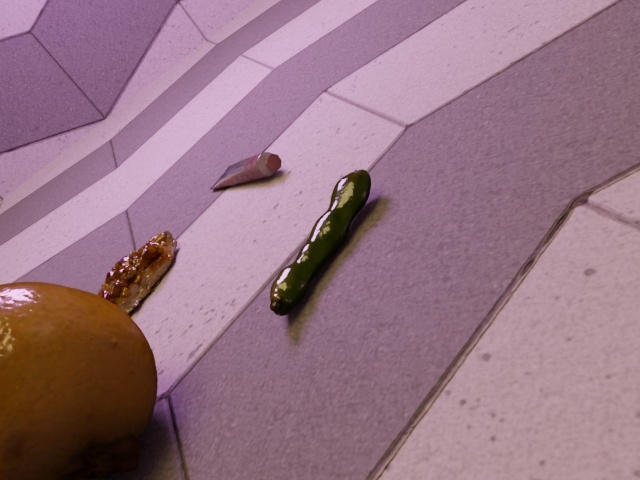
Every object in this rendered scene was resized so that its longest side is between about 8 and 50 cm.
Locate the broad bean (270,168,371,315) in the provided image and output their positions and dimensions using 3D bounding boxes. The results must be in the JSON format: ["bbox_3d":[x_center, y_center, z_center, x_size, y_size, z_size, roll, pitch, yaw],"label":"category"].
[{"bbox_3d":[0.000,0.000,0.890,0.052,0.053,0.256,24,58,17],"label":"broad bean"}]

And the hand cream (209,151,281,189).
[{"bbox_3d":[-0.140,-0.131,1.270,0.209,0.043,0.067,-6,45,54],"label":"hand cream"}]

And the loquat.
[{"bbox_3d":[-0.319,0.180,0.787,0.274,0.275,0.275,-28,29,17],"label":"loquat"}]

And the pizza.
[{"bbox_3d":[-0.334,0.073,1.163,0.246,0.058,0.127,-51,31,-20],"label":"pizza"}]
